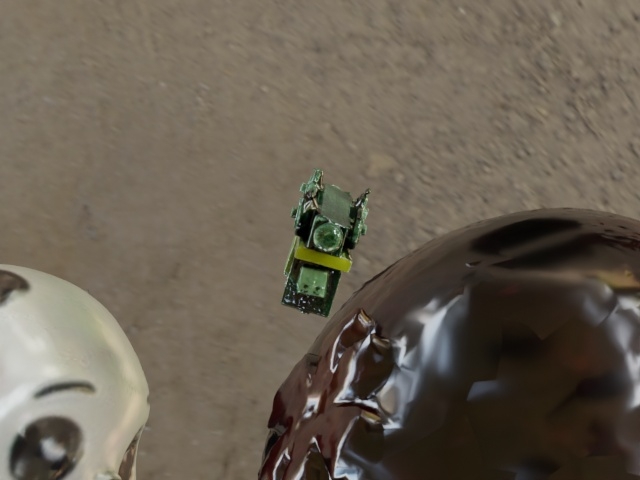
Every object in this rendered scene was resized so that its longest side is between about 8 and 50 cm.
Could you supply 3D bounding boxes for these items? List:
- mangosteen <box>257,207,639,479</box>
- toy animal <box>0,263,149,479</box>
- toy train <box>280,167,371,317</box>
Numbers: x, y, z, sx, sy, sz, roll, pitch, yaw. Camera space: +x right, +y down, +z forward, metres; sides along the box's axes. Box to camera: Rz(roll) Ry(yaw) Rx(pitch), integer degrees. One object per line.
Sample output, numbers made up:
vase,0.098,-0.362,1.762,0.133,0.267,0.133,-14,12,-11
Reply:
mangosteen,0.138,0.145,0.908,0.347,0.307,0.307,24,89,-20
toy animal,-0.219,0.148,1.128,0.266,0.212,0.212,-39,69,17
toy train,0.000,0.000,1.187,0.050,0.122,0.081,19,105,-2
